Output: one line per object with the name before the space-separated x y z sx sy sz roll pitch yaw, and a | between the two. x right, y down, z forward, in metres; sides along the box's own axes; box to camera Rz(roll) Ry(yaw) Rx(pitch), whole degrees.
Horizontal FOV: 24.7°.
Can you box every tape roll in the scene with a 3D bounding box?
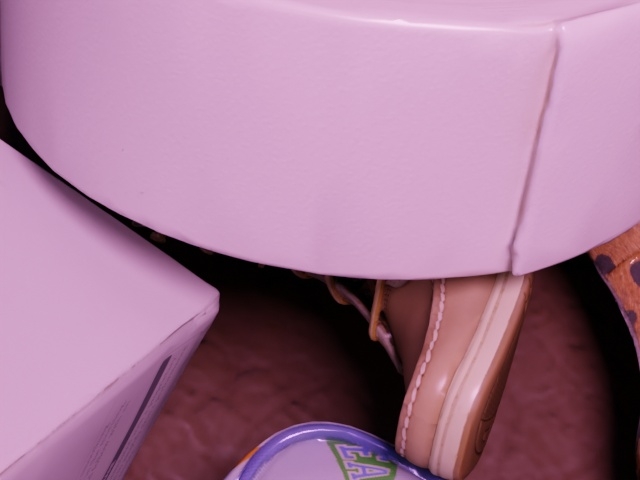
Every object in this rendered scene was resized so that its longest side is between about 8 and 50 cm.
tape roll | 0.017 -0.104 0.576 0.286 0.100 0.286 5 33 -4

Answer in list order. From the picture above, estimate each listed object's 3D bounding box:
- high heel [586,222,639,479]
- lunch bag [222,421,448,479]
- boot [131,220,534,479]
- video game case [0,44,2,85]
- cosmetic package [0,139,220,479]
high heel | 0.127 0.040 0.656 0.186 0.093 0.261 14 81 33
lunch bag | 0.012 0.234 0.502 0.243 0.115 0.303 30 64 0
boot | 0.000 0.000 0.579 0.165 0.077 0.213 15 34 0
video game case | -0.060 -0.184 0.743 0.204 0.025 0.285 14 63 -2
cosmetic package | -0.195 0.044 0.493 0.224 0.138 0.224 34 26 9
